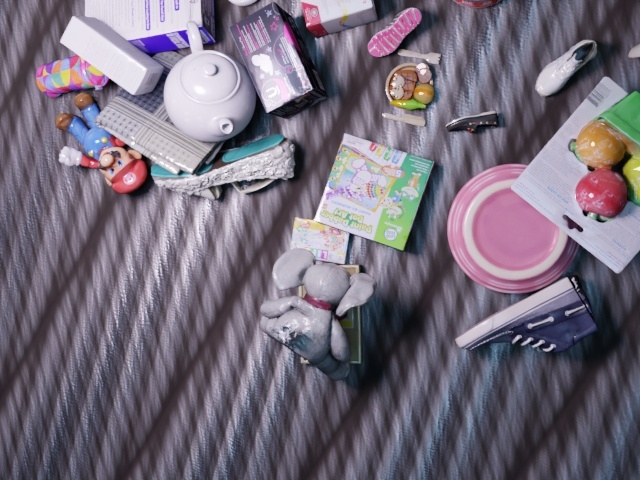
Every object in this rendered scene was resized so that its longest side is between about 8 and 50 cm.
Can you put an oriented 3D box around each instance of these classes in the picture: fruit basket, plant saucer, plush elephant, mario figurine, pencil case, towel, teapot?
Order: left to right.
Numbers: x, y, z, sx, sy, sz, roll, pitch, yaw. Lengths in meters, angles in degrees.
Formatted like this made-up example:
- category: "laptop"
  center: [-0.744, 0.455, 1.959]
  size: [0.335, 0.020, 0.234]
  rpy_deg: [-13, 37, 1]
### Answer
- category: "pencil case"
  center: [-0.682, -0.457, 1.913]
  size: [0.237, 0.104, 0.104]
  rpy_deg: [2, 93, 34]
- category: "mario figurine"
  center: [-0.603, -0.263, 1.896]
  size: [0.320, 0.170, 0.198]
  rpy_deg: [47, 134, 14]
- category: "towel"
  center: [-0.383, -0.345, 1.855]
  size: [0.324, 0.056, 0.312]
  rpy_deg: [30, 66, 10]
- category: "teapot"
  center: [-0.280, -0.389, 1.739]
  size: [0.256, 0.187, 0.252]
  rpy_deg: [27, 69, 4]
- category: "plush elephant"
  center: [-0.005, 0.164, 1.726]
  size: [0.272, 0.330, 0.255]
  rpy_deg: [32, 80, 16]
- category: "plant saucer"
  center: [0.486, -0.028, 1.736]
  size: [0.333, 0.084, 0.331]
  rpy_deg: [0, 92, 12]
- category: "fruit basket"
  center: [0.691, -0.157, 1.643]
  size: [0.327, 0.165, 0.353]
  rpy_deg: [40, 97, 7]

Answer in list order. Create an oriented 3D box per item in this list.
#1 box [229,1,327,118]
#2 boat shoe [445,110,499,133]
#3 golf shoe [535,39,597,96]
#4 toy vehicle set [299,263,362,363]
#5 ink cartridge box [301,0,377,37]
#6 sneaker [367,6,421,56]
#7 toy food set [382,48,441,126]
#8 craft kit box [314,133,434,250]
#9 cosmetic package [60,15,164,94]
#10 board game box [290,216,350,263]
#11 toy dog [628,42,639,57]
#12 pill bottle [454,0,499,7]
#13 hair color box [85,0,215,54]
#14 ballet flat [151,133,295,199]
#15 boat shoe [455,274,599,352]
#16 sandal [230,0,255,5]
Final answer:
- category: "box"
  center: [-0.107, -0.460, 1.797]
  size: [0.142, 0.163, 0.247]
  rpy_deg: [-24, 87, 15]
- category: "boat shoe"
  center: [0.388, -0.296, 1.762]
  size: [0.133, 0.049, 0.041]
  rpy_deg: [-11, 82, 7]
- category: "golf shoe"
  center: [0.602, -0.429, 1.696]
  size: [0.069, 0.086, 0.176]
  rpy_deg: [46, 101, 5]
- category: "toy vehicle set"
  center: [0.028, 0.198, 1.860]
  size: [0.166, 0.035, 0.266]
  rpy_deg: [-1, 92, 11]
- category: "ink cartridge box"
  center: [0.047, -0.619, 1.777]
  size: [0.176, 0.127, 0.128]
  rpy_deg: [-12, 89, 12]
- category: "sneaker"
  center: [0.196, -0.542, 1.788]
  size: [0.063, 0.074, 0.170]
  rpy_deg: [45, 123, -11]
- category: "toy food set"
  center: [0.235, -0.401, 1.793]
  size: [0.133, 0.038, 0.191]
  rpy_deg: [13, 95, 11]
- category: "craft kit box"
  center: [0.140, -0.126, 1.803]
  size: [0.250, 0.061, 0.246]
  rpy_deg: [18, 91, 10]
- category: "cosmetic package"
  center: [-0.533, -0.477, 1.778]
  size: [0.231, 0.117, 0.085]
  rpy_deg: [35, 109, 0]
- category: "board game box"
  center: [0.000, 0.000, 1.862]
  size: [0.154, 0.026, 0.103]
  rpy_deg: [9, 94, 11]
- category: "toy dog"
  center: [0.807, -0.629, 1.502]
  size: [0.285, 0.395, 0.407]
  rpy_deg: [-9, 99, 20]
- category: "pill bottle"
  center: [0.370, -0.687, 1.590]
  size: [0.211, 0.363, 0.210]
  rpy_deg: [0, 92, 12]
- category: "hair color box"
  center: [-0.463, -0.613, 1.876]
  size: [0.339, 0.110, 0.185]
  rpy_deg: [-7, 78, 13]
- category: "ballet flat"
  center: [-0.258, -0.176, 1.862]
  size: [0.409, 0.147, 0.146]
  rpy_deg: [-11, 90, 12]
- category: "boat shoe"
  center: [0.519, 0.228, 1.715]
  size: [0.341, 0.127, 0.158]
  rpy_deg: [-30, 80, 11]
- category: "sandal"
  center: [-0.237, -0.841, 1.838]
  size: [0.170, 0.102, 0.415]
  rpy_deg: [-17, 89, 11]
